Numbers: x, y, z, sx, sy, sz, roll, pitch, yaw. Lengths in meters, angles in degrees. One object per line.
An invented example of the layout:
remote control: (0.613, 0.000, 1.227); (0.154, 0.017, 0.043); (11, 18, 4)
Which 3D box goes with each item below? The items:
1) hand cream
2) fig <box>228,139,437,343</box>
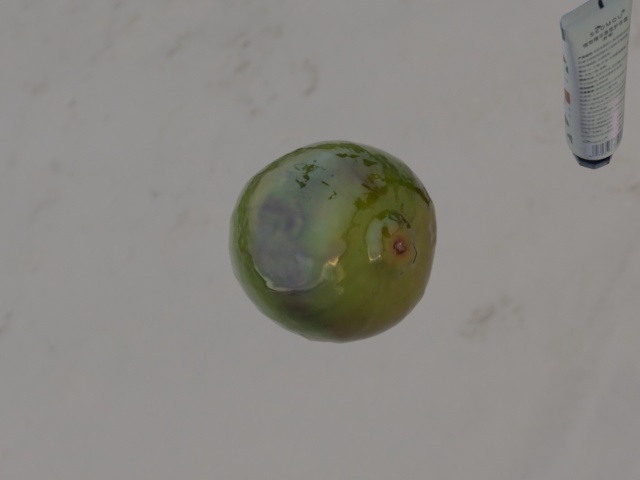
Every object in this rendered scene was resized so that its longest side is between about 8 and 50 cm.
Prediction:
hand cream: (0.282, -0.166, 1.769); (0.095, 0.276, 0.059); (-33, 60, -13)
fig: (-0.003, -0.001, 1.747); (0.230, 0.207, 0.207); (9, 54, 27)
